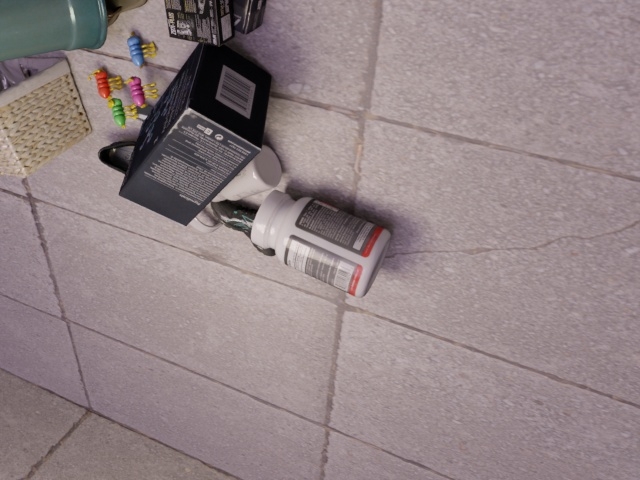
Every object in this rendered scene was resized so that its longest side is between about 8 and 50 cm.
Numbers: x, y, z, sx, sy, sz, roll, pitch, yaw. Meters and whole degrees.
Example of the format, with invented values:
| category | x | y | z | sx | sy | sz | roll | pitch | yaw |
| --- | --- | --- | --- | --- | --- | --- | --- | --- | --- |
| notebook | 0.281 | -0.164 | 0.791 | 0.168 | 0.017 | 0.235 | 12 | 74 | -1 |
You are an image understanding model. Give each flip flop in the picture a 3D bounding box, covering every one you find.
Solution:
| category | x | y | z | sx | sy | sz | roll | pitch | yaw |
| --- | --- | --- | --- | --- | --- | --- | --- | --- | --- |
| flip flop | -0.584 | -0.654 | 1.579 | 0.276 | 0.080 | 0.112 | -4 | 120 | 33 |

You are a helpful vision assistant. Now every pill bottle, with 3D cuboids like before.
| category | x | y | z | sx | sy | sz | roll | pitch | yaw |
| --- | --- | --- | --- | --- | --- | --- | --- | --- | --- |
| pill bottle | -0.239 | -0.189 | 1.690 | 0.229 | 0.131 | 0.131 | -14 | 115 | 35 |
| pill bottle | 0.000 | 0.000 | 1.644 | 0.362 | 0.210 | 0.210 | 24 | 130 | 12 |

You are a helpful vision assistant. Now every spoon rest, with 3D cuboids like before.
| category | x | y | z | sx | sy | sz | roll | pitch | yaw |
| --- | --- | --- | --- | --- | --- | --- | --- | --- | --- |
| spoon rest | -0.433 | -0.132 | 1.866 | 0.137 | 0.084 | 0.276 | -31 | 105 | 39 |

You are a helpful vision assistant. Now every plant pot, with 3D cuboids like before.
| category | x | y | z | sx | sy | sz | roll | pitch | yaw |
| --- | --- | --- | --- | --- | --- | --- | --- | --- | --- |
| plant pot | -0.795 | -0.621 | 1.487 | 0.341 | 0.334 | 0.341 | 33 | 140 | 32 |

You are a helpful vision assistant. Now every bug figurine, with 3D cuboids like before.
| category | x | y | z | sx | sy | sz | roll | pitch | yaw |
| --- | --- | --- | --- | --- | --- | --- | --- | --- | --- |
| bug figurine | -0.577 | -0.461 | 1.687 | 0.279 | 0.072 | 0.217 | -26 | 79 | 37 |

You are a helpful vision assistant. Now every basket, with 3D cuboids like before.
| category | x | y | z | sx | sy | sz | roll | pitch | yaw |
| --- | --- | --- | --- | --- | --- | --- | --- | --- | --- |
| basket | -0.972 | -0.398 | 1.814 | 0.328 | 0.331 | 0.267 | 8 | 131 | 23 |

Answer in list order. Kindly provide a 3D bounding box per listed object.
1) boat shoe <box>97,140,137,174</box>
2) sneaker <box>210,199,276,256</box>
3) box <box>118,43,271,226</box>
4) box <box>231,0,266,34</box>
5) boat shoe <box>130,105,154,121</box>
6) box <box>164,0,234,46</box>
| category | x | y | z | sx | sy | sz | roll | pitch | yaw |
| --- | --- | --- | --- | --- | --- | --- | --- | --- | --- |
| boat shoe | -0.563 | -0.247 | 1.795 | 0.339 | 0.113 | 0.127 | 22 | 110 | 28 |
| sneaker | -0.220 | -0.067 | 1.806 | 0.267 | 0.101 | 0.106 | 36 | 118 | -7 |
| box | -0.332 | -0.280 | 1.531 | 0.211 | 0.294 | 0.395 | 26 | 136 | -28 |
| box | -0.297 | -0.725 | 1.369 | 0.394 | 0.097 | 0.318 | 28 | 134 | 7 |
| boat shoe | -0.500 | -0.351 | 1.759 | 0.183 | 0.065 | 0.083 | 20 | 129 | 14 |
| box | -0.290 | -0.571 | 1.366 | 0.147 | 0.078 | 0.180 | 15 | 131 | 18 |
